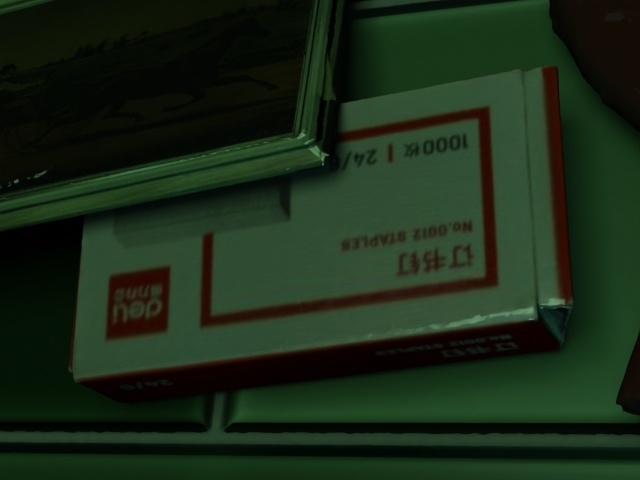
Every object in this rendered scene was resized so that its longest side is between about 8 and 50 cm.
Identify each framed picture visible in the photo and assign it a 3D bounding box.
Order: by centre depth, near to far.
[{"bbox_3d":[-0.106,-0.086,0.679,0.252,0.014,0.197,-11,45,18],"label":"framed picture"}]

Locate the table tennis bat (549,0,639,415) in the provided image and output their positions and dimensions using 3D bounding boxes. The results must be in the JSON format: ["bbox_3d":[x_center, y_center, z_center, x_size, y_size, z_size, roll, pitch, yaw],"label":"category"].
[{"bbox_3d":[0.211,-0.114,0.576,0.268,0.051,0.415,12,72,27],"label":"table tennis bat"}]

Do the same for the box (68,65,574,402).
[{"bbox_3d":[0.000,0.000,0.613,0.229,0.050,0.123,-8,65,20],"label":"box"}]
